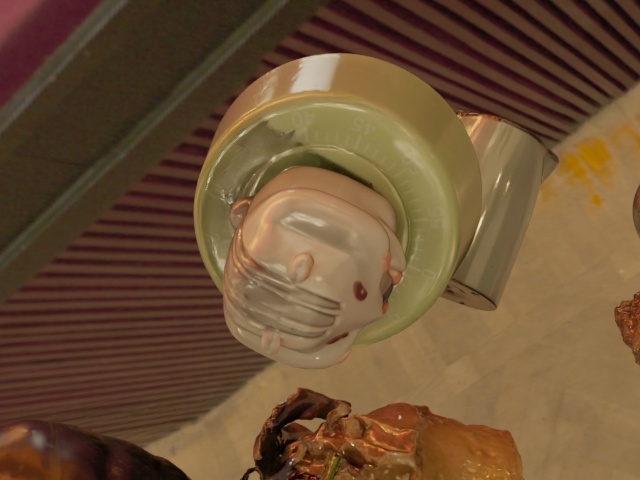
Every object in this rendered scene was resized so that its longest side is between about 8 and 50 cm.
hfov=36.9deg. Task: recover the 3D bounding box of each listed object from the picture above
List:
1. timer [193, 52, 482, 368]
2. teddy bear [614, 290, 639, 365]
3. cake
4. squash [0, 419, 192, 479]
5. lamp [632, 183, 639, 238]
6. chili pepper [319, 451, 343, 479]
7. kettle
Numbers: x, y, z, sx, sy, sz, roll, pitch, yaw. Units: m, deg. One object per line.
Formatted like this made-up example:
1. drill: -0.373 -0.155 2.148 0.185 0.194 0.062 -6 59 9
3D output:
1. timer: 0.000 0.000 0.869 0.290 0.315 0.291 3 111 8
2. teddy bear: 0.462 0.101 1.052 0.246 0.296 0.223 -10 63 -5
3. cake: 0.051 0.341 1.150 0.321 0.332 0.332 16 98 -1
4. squash: -0.122 0.161 0.386 0.156 0.193 0.193 34 106 48
5. lamp: 0.326 -0.026 0.839 0.105 0.105 0.105 -1 89 29
6. chili pepper: 0.009 0.237 0.892 0.027 0.022 0.083 -4 47 4
7. kettle: 0.176 -0.057 1.271 0.221 0.161 0.236 24 82 4
